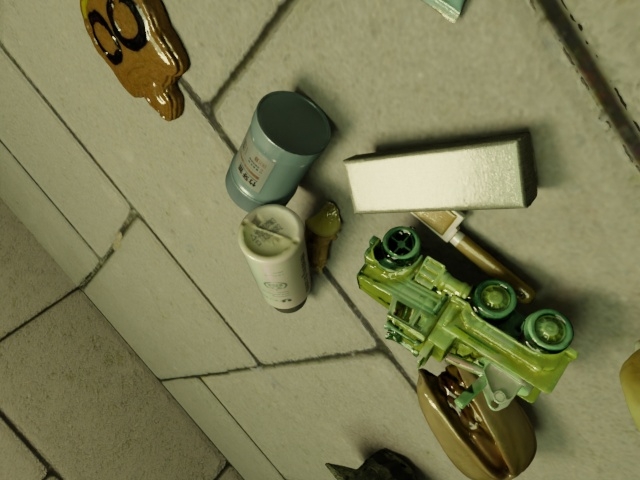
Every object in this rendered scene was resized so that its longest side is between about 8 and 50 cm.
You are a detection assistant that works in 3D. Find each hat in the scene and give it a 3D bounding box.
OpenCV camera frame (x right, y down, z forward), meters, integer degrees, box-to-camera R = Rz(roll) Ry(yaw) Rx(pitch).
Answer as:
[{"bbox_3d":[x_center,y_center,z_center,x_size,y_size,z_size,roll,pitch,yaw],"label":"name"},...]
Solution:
[{"bbox_3d":[0.138,0.530,1.043,0.265,0.128,0.265,42,158,22],"label":"hat"}]

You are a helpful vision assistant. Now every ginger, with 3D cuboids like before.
[{"bbox_3d":[-0.004,-0.004,0.749,0.057,0.044,0.137,14,142,-1],"label":"ginger"}]

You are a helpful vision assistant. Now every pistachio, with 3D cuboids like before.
[{"bbox_3d":[0.224,0.257,0.708,0.130,0.131,0.206,-33,94,9],"label":"pistachio"}]

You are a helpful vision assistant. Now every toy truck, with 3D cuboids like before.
[{"bbox_3d":[0.150,0.100,0.585,0.259,0.135,0.128,37,164,22],"label":"toy truck"}]

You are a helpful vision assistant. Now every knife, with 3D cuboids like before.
[{"bbox_3d":[0.156,-0.021,0.584,0.256,0.022,0.046,42,140,13],"label":"knife"}]

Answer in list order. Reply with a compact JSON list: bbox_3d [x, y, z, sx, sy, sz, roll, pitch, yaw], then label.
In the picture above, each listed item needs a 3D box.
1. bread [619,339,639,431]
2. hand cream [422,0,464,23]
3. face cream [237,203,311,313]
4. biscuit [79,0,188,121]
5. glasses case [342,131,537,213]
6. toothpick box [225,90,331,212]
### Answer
[{"bbox_3d":[0.377,0.229,0.342,0.210,0.341,0.300,-25,103,30],"label":"bread"},{"bbox_3d":[0.118,-0.309,0.329,0.111,0.070,0.312,39,152,8],"label":"hand cream"},{"bbox_3d":[-0.062,0.052,0.779,0.092,0.092,0.311,36,161,15],"label":"face cream"},{"bbox_3d":[-0.304,-0.321,0.758,0.208,0.041,0.290,1,124,47],"label":"biscuit"},{"bbox_3d":[0.124,-0.070,0.534,0.205,0.047,0.070,0,113,40],"label":"glasses case"},{"bbox_3d":[-0.062,-0.112,0.654,0.101,0.101,0.153,45,143,3],"label":"toothpick box"}]
